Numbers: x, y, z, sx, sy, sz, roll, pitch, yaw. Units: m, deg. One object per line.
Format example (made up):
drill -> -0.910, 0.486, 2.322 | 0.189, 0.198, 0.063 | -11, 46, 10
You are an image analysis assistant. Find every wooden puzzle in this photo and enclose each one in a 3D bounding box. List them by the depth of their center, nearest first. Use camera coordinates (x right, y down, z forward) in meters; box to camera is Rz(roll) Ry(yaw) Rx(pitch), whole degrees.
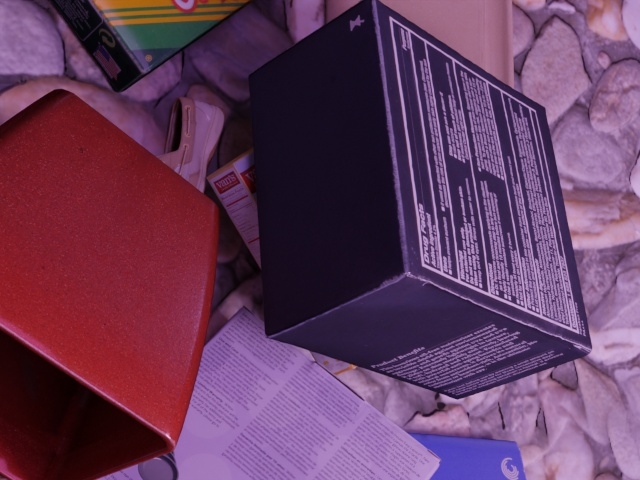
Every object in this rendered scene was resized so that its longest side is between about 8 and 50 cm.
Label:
wooden puzzle -> 0.115, -0.215, 1.364 | 0.239, 0.044, 0.220 | 5, 79, -24

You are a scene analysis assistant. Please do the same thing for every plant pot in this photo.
plant pot -> -0.241, 0.033, 1.001 | 0.267, 0.267, 0.235 | 38, 53, -19

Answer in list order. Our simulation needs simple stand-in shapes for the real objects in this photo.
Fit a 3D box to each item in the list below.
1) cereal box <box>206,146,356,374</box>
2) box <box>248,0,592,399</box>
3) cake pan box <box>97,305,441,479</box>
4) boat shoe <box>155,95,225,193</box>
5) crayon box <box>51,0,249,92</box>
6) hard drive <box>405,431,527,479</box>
cereal box -> 0.000, 0.000, 1.221 | 0.240, 0.047, 0.173 | 60, 38, -6
box -> 0.094, -0.030, 1.156 | 0.294, 0.183, 0.296 | 24, 51, -43
cake pan box -> -0.054, 0.229, 1.105 | 0.267, 0.070, 0.245 | 36, 63, 11
boat shoe -> -0.147, -0.069, 1.176 | 0.059, 0.063, 0.170 | 25, 60, -21
crayon box -> -0.140, -0.324, 1.212 | 0.318, 0.081, 0.202 | -42, 102, -29
hard drive -> 0.087, 0.300, 1.211 | 0.319, 0.040, 0.210 | 9, 56, -27
